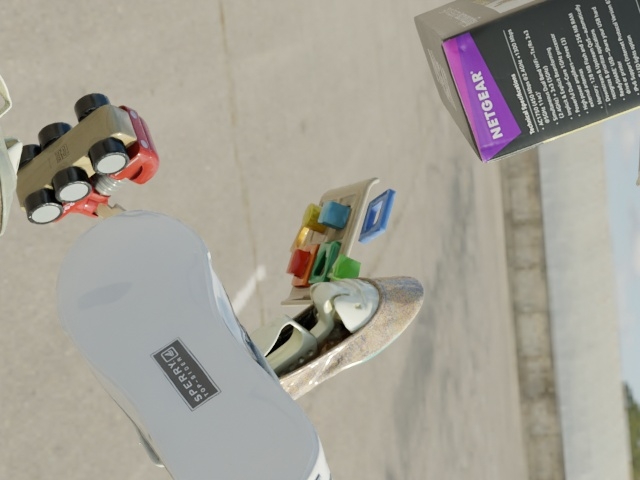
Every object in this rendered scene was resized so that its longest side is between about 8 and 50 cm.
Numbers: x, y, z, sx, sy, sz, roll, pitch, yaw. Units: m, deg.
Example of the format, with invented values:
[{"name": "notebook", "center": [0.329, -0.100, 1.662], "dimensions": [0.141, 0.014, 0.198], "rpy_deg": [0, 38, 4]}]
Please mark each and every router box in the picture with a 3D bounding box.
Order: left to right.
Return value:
[{"name": "router box", "center": [0.107, -0.084, 0.441], "dimensions": [0.179, 0.133, 0.046], "rpy_deg": [-80, 150, -77]}]

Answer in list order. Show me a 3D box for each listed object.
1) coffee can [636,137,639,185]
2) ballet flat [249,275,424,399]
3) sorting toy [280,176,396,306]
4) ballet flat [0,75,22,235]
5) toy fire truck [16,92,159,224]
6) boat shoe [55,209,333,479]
[{"name": "coffee can", "center": [0.379, -0.179, 1.010], "dimensions": [0.201, 0.201, 0.276], "rpy_deg": [-15, 107, -80]}, {"name": "ballet flat", "center": [-0.006, 0.116, 1.439], "dimensions": [0.107, 0.316, 0.106], "rpy_deg": [36, -24, 46]}, {"name": "sorting toy", "center": [0.000, 0.000, 1.670], "dimensions": [0.196, 0.047, 0.347], "rpy_deg": [-68, -163, -11]}, {"name": "ballet flat", "center": [-0.337, -0.110, 1.203], "dimensions": [0.068, 0.072, 0.213], "rpy_deg": [-29, 116, -39]}, {"name": "toy fire truck", "center": [-0.326, -0.085, 1.865], "dimensions": [0.246, 0.217, 0.159], "rpy_deg": [23, 38, -55]}, {"name": "boat shoe", "center": [-0.077, 0.092, 0.754], "dimensions": [0.301, 0.108, 0.102], "rpy_deg": [45, -19, 43]}]
